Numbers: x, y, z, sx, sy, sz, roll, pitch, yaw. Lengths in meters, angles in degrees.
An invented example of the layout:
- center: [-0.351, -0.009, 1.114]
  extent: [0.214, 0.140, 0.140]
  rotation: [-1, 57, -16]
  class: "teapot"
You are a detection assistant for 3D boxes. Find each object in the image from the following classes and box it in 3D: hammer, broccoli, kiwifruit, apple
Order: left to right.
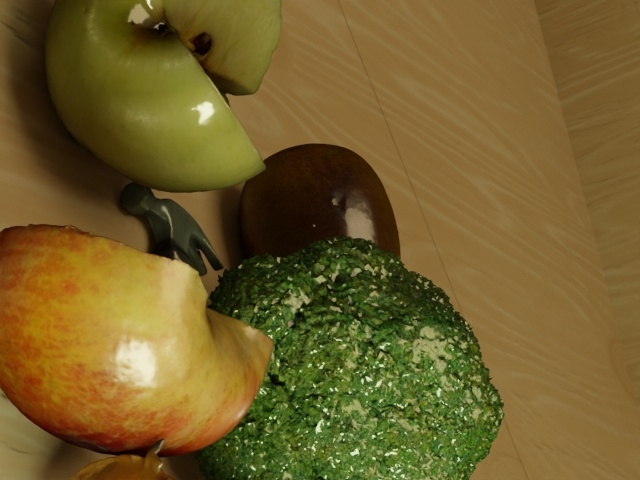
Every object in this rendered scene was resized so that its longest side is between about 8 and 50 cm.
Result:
- center: [-0.196, 0.114, 1.654]
  extent: [0.293, 0.251, 0.163]
  rotation: [46, 56, -53]
  class: "apple"
- center: [-0.170, -0.192, 1.923]
  extent: [0.258, 0.233, 0.295]
  rotation: [58, 31, -71]
  class: "apple"
- center: [-0.163, 0.059, 1.986]
  extent: [0.159, 0.041, 0.226]
  rotation: [41, 35, -47]
  class: "hammer"
- center: [0.000, 0.000, 2.216]
  extent: [0.196, 0.196, 0.234]
  rotation: [24, 53, -60]
  class: "kiwifruit"
- center: [0.029, 0.159, 1.994]
  extent: [0.413, 0.310, 0.321]
  rotation: [-12, 107, -40]
  class: "broccoli"

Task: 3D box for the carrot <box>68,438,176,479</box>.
- center: [-0.110, 0.367, 1.616]
  extent: [0.340, 0.224, 0.224]
  rotation: [51, 29, -31]
  class: "carrot"
